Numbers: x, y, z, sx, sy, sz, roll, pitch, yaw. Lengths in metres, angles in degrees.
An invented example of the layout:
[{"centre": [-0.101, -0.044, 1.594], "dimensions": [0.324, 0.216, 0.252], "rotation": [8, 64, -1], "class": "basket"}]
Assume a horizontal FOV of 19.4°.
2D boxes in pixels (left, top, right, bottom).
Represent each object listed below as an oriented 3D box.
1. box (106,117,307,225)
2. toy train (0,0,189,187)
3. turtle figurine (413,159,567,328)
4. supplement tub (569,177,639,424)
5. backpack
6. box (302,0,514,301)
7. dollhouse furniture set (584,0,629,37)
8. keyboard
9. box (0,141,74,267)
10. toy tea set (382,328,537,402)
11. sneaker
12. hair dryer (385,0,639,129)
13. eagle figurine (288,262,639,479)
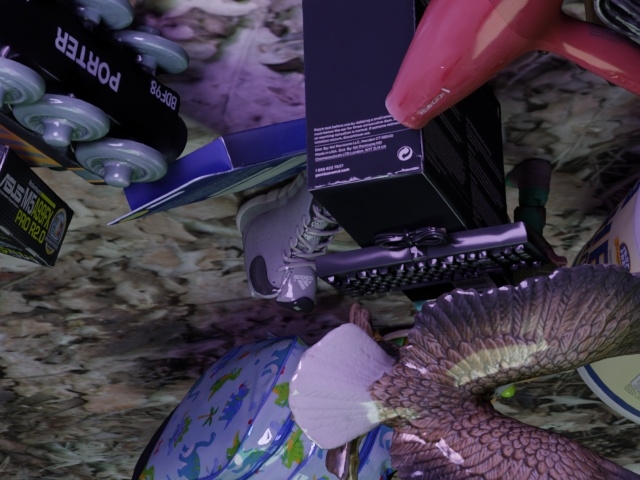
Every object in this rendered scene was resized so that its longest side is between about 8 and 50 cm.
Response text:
[{"centre": [-0.075, -0.067, 1.648], "dimensions": [0.136, 0.036, 0.225], "rotation": [-23, 177, 42], "class": "box"}, {"centre": [-0.243, -0.139, 1.485], "dimensions": [0.190, 0.142, 0.334], "rotation": [1, 162, 28], "class": "toy train"}, {"centre": [0.175, 0.032, 1.752], "dimensions": [0.118, 0.234, 0.175], "rotation": [-18, 151, 35], "class": "turtle figurine"}, {"centre": [0.379, 0.028, 1.751], "dimensions": [0.235, 0.235, 0.325], "rotation": [4, 156, -11], "class": "supplement tub"}, {"centre": [-0.057, 0.247, 2.166], "dimensions": [0.356, 0.290, 0.273], "rotation": [2, 137, 46], "class": "backpack"}, {"centre": [0.076, -0.081, 1.554], "dimensions": [0.103, 0.184, 0.261], "rotation": [-8, 156, 19], "class": "box"}, {"centre": [0.250, -0.199, 1.363], "dimensions": [0.144, 0.123, 0.151], "rotation": [4, 156, -12], "class": "dollhouse furniture set"}, {"centre": [0.087, 0.016, 1.518], "dimensions": [0.180, 0.023, 0.108], "rotation": [-11, 155, 20], "class": "keyboard"}, {"centre": [-0.366, -0.062, 1.586], "dimensions": [0.270, 0.060, 0.216], "rotation": [16, 170, 11], "class": "box"}, {"centre": [0.135, 0.197, 2.269], "dimensions": [0.200, 0.124, 0.336], "rotation": [9, 155, -21], "class": "toy tea set"}, {"centre": [0.000, 0.000, 1.800], "dimensions": [0.086, 0.132, 0.229], "rotation": [14, 153, -30], "class": "sneaker"}, {"centre": [0.181, -0.141, 1.342], "dimensions": [0.294, 0.080, 0.223], "rotation": [-13, 124, 17], "class": "hair dryer"}, {"centre": [0.141, 0.132, 1.564], "dimensions": [0.298, 0.225, 0.226], "rotation": [7, 138, 32], "class": "eagle figurine"}]
